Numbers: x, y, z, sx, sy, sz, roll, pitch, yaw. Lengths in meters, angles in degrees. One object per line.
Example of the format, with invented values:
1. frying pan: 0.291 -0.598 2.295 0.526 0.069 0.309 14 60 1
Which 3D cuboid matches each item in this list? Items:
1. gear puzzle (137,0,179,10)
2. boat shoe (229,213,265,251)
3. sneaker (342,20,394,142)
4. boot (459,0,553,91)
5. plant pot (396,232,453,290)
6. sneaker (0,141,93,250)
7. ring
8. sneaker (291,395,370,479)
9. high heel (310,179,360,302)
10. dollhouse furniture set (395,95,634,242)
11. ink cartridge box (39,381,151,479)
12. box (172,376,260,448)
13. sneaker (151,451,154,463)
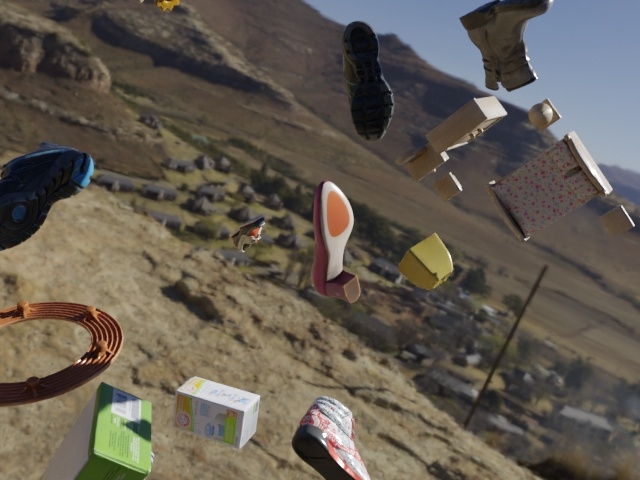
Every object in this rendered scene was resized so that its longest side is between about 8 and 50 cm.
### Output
1. gear puzzle: -0.424 -0.677 1.647 0.044 0.175 0.339 42 -1 26
2. boat shoe: -0.133 -0.013 1.298 0.049 0.043 0.137 -26 -3 -30
3. sneaker: 0.104 -0.356 1.563 0.101 0.267 0.106 -7 8 -5
4. boot: 0.485 -0.484 1.681 0.222 0.118 0.338 63 -8 -15
5. plant pot: 0.221 0.051 1.406 0.081 0.081 0.083 -31 69 -28
6. sneaker: -0.667 -0.100 1.528 0.139 0.125 0.341 25 47 20
7. ring: -0.535 0.189 1.260 0.336 0.032 0.336 2 25 -1
8. sneaker: 0.057 0.436 1.372 0.270 0.090 0.145 52 30 -12
9. high heel: 0.000 0.000 1.920 0.127 0.377 0.181 -27 31 -35
10. dollhouse furniture set: 0.357 -0.089 1.323 0.355 0.303 0.174 57 31 6
11. ink cartridge box: -0.378 0.387 1.102 0.097 0.255 0.189 31 11 -22
12. box: -0.277 0.453 1.825 0.203 0.114 0.103 13 15 16
13. sneaker: -0.428 0.464 1.358 0.098 0.224 0.083 38 21 -22
